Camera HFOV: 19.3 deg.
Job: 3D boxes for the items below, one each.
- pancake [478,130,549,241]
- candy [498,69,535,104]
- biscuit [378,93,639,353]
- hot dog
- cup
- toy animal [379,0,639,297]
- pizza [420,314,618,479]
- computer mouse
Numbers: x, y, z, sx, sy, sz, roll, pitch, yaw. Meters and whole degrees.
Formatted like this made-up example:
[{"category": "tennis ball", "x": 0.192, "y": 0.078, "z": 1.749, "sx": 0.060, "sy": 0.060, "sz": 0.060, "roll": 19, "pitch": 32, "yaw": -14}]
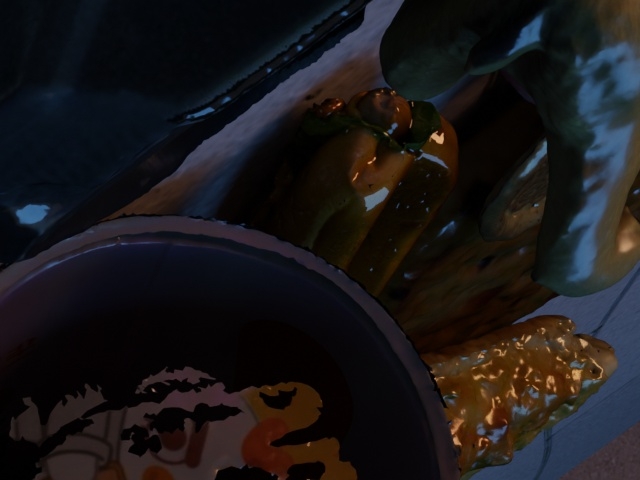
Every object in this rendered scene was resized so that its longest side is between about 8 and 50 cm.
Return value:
[{"category": "pancake", "x": 0.113, "y": -0.037, "z": 0.821, "sx": 0.115, "sy": 0.011, "sz": 0.115, "roll": -33, "pitch": 164, "yaw": -11}, {"category": "candy", "x": 0.113, "y": -0.096, "z": 0.743, "sx": 0.103, "sy": 0.043, "sz": 0.103, "roll": -34, "pitch": 165, "yaw": -11}, {"category": "biscuit", "x": 0.148, "y": -0.045, "z": 0.971, "sx": 0.359, "sy": 0.046, "sz": 0.359, "roll": -34, "pitch": 165, "yaw": -10}, {"category": "hot dog", "x": 0.000, "y": 0.000, "z": 0.754, "sx": 0.072, "sy": 0.055, "sz": 0.188, "roll": -23, "pitch": 160, "yaw": -34}, {"category": "cup", "x": -0.080, "y": 0.132, "z": 0.757, "sx": 0.203, "sy": 0.203, "sz": 0.288, "roll": -30, "pitch": 171, "yaw": -25}, {"category": "toy animal", "x": 0.100, "y": -0.101, "z": 0.536, "sx": 0.218, "sy": 0.103, "sz": 0.101, "roll": -49, "pitch": 164, "yaw": -24}, {"category": "pizza", "x": 0.002, "y": 0.137, "z": 1.034, "sx": 0.268, "sy": 0.087, "sz": 0.258, "roll": -17, "pitch": 168, "yaw": -44}, {"category": "computer mouse", "x": -0.017, "y": -0.077, "z": 0.460, "sx": 0.231, "sy": 0.071, "sz": 0.126, "roll": -40, "pitch": -176, "yaw": -38}]
